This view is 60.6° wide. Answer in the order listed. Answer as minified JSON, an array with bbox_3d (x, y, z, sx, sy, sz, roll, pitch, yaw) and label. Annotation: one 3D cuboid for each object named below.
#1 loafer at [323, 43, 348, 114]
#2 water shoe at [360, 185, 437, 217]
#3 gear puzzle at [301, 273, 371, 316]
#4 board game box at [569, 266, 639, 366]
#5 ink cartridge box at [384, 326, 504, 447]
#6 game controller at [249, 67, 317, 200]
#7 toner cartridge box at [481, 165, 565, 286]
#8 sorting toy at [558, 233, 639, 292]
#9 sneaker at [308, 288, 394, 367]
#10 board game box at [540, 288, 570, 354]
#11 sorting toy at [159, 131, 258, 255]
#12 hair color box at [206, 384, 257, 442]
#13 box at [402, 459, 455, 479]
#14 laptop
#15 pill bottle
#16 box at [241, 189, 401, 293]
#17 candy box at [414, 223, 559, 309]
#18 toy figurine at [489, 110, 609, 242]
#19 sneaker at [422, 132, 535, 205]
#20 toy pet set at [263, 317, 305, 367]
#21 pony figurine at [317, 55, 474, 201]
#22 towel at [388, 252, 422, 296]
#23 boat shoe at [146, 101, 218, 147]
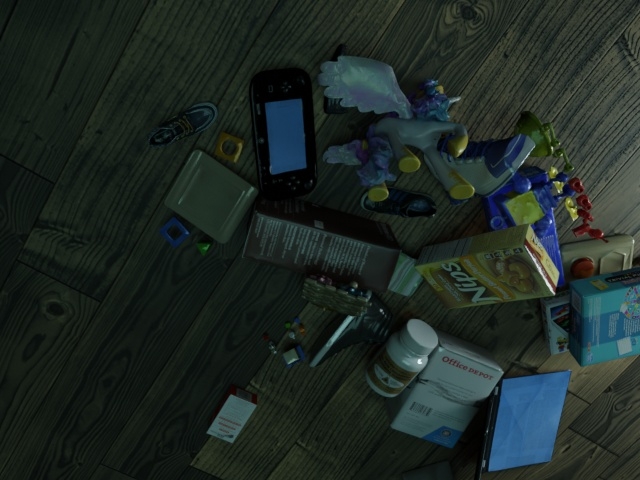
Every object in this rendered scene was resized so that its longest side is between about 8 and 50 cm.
[{"bbox_3d":[0.051,-0.393,1.345,0.061,0.062,0.170,3,122,-14],"label":"loafer"},{"bbox_3d":[0.210,-0.099,1.458,0.203,0.080,0.073,1,112,-4],"label":"water shoe"},{"bbox_3d":[0.036,0.149,1.448,0.175,0.339,0.044,19,73,1],"label":"gear puzzle"},{"bbox_3d":[0.875,0.200,1.528,0.336,0.079,0.253,-13,119,1],"label":"board game box"},{"bbox_3d":[0.367,0.447,1.663,0.223,0.129,0.307,23,108,-12],"label":"ink cartridge box"},{"bbox_3d":[-0.090,-0.259,1.357,0.166,0.067,0.319,-19,115,-35],"label":"game controller"},{"bbox_3d":[0.559,-0.015,1.517,0.165,0.075,0.347,-18,112,3],"label":"toner cartridge box"},{"bbox_3d":[0.852,0.098,1.599,0.307,0.041,0.229,-10,112,0],"label":"sorting toy"},{"bbox_3d":[0.097,0.287,1.593,0.147,0.104,0.295,37,101,-11],"label":"sneaker"},{"bbox_3d":[0.810,0.213,1.606,0.305,0.053,0.193,-16,119,4],"label":"board game box"},{"bbox_3d":[-0.281,-0.116,1.427,0.196,0.047,0.347,34,108,-3],"label":"sorting toy"},{"bbox_3d":[-0.275,0.540,1.702,0.093,0.053,0.167,28,107,-15],"label":"hair color box"},{"bbox_3d":[0.414,0.954,1.826,0.168,0.215,0.345,-18,112,3],"label":"box"},{"bbox_3d":[0.612,0.636,1.679,0.236,0.408,0.382,9,114,20],"label":"laptop"},{"bbox_3d":[0.234,0.337,1.581,0.131,0.131,0.229,23,125,-12],"label":"pill bottle"},{"bbox_3d":[0.000,0.000,1.426,0.381,0.191,0.143,16,110,-10],"label":"box"},{"bbox_3d":[0.433,0.078,1.447,0.316,0.087,0.183,-16,122,43],"label":"candy box"},{"bbox_3d":[0.508,-0.104,1.345,0.217,0.191,0.362,-30,109,14],"label":"toy figurine"},{"bbox_3d":[0.347,-0.197,1.333,0.182,0.315,0.127,42,72,-6],"label":"sneaker"},{"bbox_3d":[-0.088,0.308,1.629,0.122,0.065,0.114,-28,76,5],"label":"toy pet set"},{"bbox_3d":[0.172,-0.249,1.271,0.351,0.363,0.302,-2,136,3],"label":"pony figurine"},{"bbox_3d":[0.235,0.098,1.524,0.152,0.023,0.113,22,103,-46],"label":"towel"},{"bbox_3d":[-0.338,-0.278,1.349,0.183,0.083,0.065,-25,111,7],"label":"boat shoe"}]
